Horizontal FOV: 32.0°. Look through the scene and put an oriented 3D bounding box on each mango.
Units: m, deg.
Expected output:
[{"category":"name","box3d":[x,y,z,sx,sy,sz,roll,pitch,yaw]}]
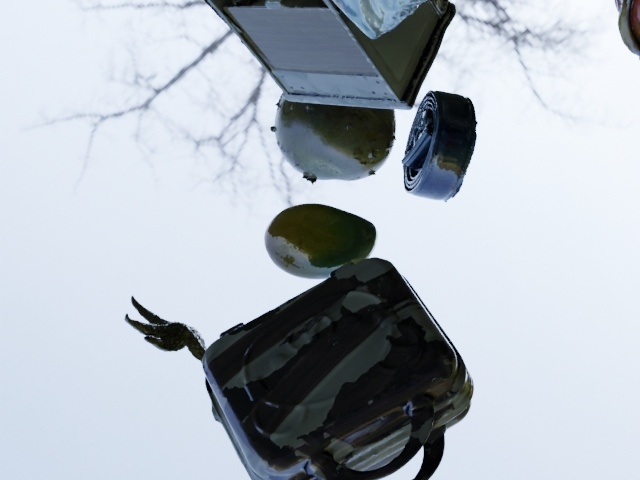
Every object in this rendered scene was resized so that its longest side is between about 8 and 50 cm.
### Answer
[{"category":"mango","box3d":[0.000,0.000,1.838,0.092,0.195,0.130,41,-136,-64]}]

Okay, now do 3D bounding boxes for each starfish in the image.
[{"category":"starfish","box3d":[-0.239,0.150,1.797,0.217,0.050,0.223,31,178,26]}]

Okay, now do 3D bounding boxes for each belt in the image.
[{"category":"belt","box3d":[0.238,-0.189,2.328,0.116,0.267,0.206,9,-127,-11]}]

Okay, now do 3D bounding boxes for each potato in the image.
[{"category":"potato","box3d":[0.028,-0.293,2.427,0.219,0.270,0.359,75,-168,-61]}]

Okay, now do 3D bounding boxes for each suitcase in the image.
[{"category":"suitcase","box3d":[0.035,0.230,1.591,0.339,0.351,0.194,56,172,42]}]

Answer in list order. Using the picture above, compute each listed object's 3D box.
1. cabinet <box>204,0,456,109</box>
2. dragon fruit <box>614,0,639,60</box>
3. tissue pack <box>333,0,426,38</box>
[{"category":"cabinet","box3d":[0.013,-0.410,1.884,0.318,0.290,0.227,46,-117,-46]},{"category":"dragon fruit","box3d":[0.522,-0.403,1.565,0.296,0.314,0.263,-36,-77,-46]},{"category":"tissue pack","box3d":[0.062,-0.448,1.566,0.228,0.128,0.311,45,-149,-19]}]
